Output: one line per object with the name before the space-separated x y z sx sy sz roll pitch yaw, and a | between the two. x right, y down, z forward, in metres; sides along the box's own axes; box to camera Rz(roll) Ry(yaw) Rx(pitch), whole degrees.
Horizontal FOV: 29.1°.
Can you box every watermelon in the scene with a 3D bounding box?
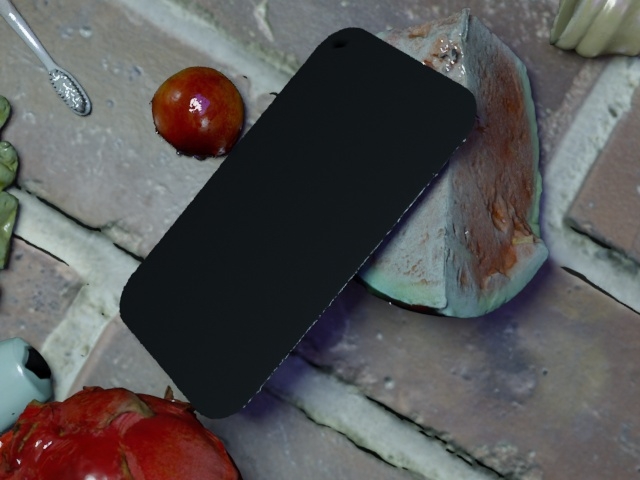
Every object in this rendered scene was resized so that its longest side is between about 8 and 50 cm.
watermelon | 0.111 -0.052 1.161 0.223 0.180 0.305 5 67 -1

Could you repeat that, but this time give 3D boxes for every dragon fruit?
dragon fruit | -0.185 0.244 1.104 0.241 0.241 0.252 -32 105 -5

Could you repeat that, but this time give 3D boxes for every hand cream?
hand cream | -0.408 0.192 1.188 0.320 0.067 0.109 -28 87 0

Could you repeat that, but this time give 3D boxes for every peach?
peach | -0.121 -0.130 1.228 0.098 0.061 0.098 1 78 -7

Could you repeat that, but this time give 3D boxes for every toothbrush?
toothbrush | -0.330 -0.249 1.248 0.025 0.029 0.307 -38 86 2

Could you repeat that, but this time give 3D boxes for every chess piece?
chess piece | 0.399 -0.203 1.242 0.307 0.124 0.139 24 53 -3

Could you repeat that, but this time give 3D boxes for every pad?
pad | 0.000 0.000 1.143 0.375 0.315 0.063 -50 132 2

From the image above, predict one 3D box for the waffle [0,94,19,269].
waffle | -0.444 -0.026 1.206 0.291 0.056 0.309 4 85 -3
